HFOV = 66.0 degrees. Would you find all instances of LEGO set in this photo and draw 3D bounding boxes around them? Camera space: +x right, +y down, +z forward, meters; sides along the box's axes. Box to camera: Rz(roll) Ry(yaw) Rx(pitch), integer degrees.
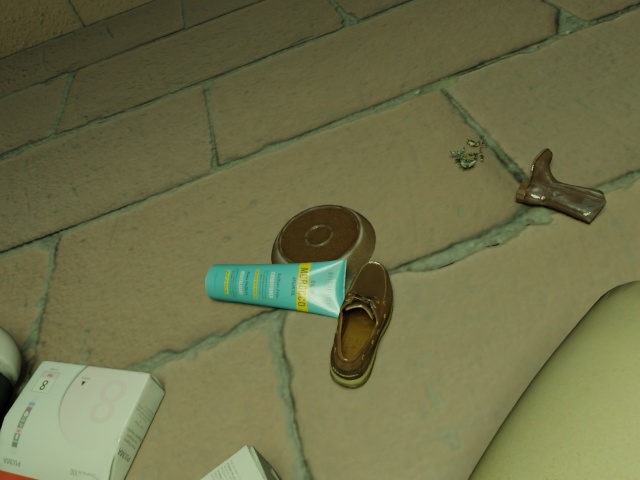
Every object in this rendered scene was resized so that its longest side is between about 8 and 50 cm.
[{"bbox_3d":[0.246,-0.139,0.814,0.083,0.024,0.054,-32,46,-30],"label":"LEGO set"}]

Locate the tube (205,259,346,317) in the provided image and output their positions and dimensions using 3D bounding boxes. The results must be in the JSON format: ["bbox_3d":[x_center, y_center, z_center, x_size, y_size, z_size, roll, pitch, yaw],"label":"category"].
[{"bbox_3d":[-0.063,0.064,0.706,0.206,0.052,0.080,1,87,19],"label":"tube"}]

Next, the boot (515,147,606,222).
[{"bbox_3d":[0.355,-0.080,0.704,0.114,0.037,0.107,21,71,38],"label":"boot"}]

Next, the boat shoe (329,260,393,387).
[{"bbox_3d":[0.055,0.093,0.623,0.064,0.060,0.178,11,52,13],"label":"boat shoe"}]

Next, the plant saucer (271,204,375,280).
[{"bbox_3d":[0.000,0.000,0.761,0.168,0.029,0.169,-10,46,10],"label":"plant saucer"}]

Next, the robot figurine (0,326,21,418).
[{"bbox_3d":[-0.509,0.222,0.624,0.208,0.174,0.278,-6,47,11],"label":"robot figurine"}]

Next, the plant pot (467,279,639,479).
[{"bbox_3d":[0.200,0.206,0.328,0.273,0.257,0.256,-33,46,-13],"label":"plant pot"}]

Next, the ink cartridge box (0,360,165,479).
[{"bbox_3d":[-0.323,0.267,0.603,0.188,0.066,0.233,1,44,20],"label":"ink cartridge box"}]

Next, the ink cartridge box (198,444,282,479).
[{"bbox_3d":[-0.099,0.282,0.468,0.150,0.109,0.063,-33,45,-13],"label":"ink cartridge box"}]
